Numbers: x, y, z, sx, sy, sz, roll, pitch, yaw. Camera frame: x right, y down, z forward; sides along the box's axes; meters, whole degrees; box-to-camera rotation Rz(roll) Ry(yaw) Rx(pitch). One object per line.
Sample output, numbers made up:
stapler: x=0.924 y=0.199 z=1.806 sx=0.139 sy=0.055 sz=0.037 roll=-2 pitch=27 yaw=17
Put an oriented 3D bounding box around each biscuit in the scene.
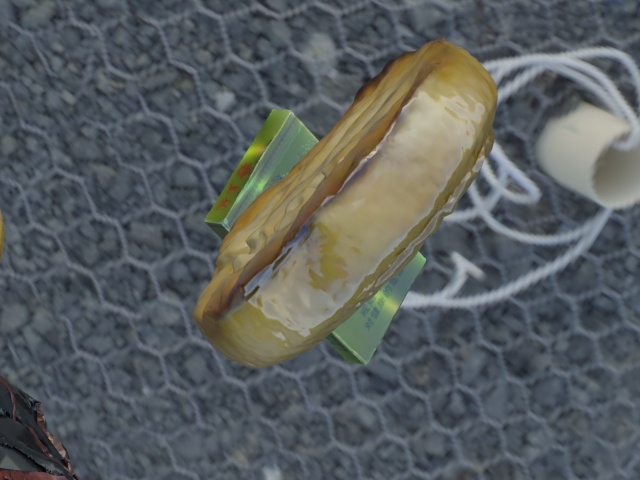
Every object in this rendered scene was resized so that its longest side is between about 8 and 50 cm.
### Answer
biscuit: x=0.023 y=-0.023 z=1.173 sx=0.102 sy=0.296 sz=0.296 roll=42 pitch=89 yaw=-8

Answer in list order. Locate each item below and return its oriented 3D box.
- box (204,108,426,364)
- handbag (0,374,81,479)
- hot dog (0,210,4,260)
box: x=0.000 y=0.000 z=1.953 sx=0.311 sy=0.043 sz=0.173 roll=46 pitch=65 yaw=-36
handbag: x=-0.129 y=0.161 z=0.557 sx=0.169 sy=0.215 sz=0.155 roll=-41 pitch=156 yaw=-2
hot dog: x=-0.275 y=0.052 z=0.948 sx=0.100 sy=0.135 sz=0.337 roll=-43 pitch=170 yaw=-46
